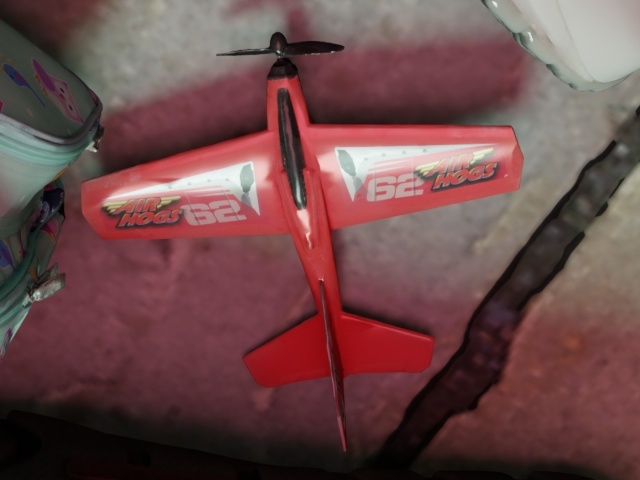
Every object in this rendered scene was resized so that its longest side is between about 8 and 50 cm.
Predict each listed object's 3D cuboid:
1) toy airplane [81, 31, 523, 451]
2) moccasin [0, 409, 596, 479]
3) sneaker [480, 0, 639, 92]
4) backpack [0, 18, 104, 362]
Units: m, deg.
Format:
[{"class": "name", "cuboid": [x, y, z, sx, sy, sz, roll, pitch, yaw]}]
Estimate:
[{"class": "toy airplane", "cuboid": [0.000, 0.000, 0.589, 0.151, 0.028, 0.151, 2, 114, 5]}, {"class": "moccasin", "cuboid": [-0.067, 0.143, 0.604, 0.380, 0.139, 0.147, 5, 104, -10]}, {"class": "sneaker", "cuboid": [0.057, -0.182, 0.472, 0.129, 0.111, 0.297, -18, 112, 3]}, {"class": "backpack", "cuboid": [-0.155, -0.016, 0.501, 0.166, 0.188, 0.144, 36, 110, -11]}]
